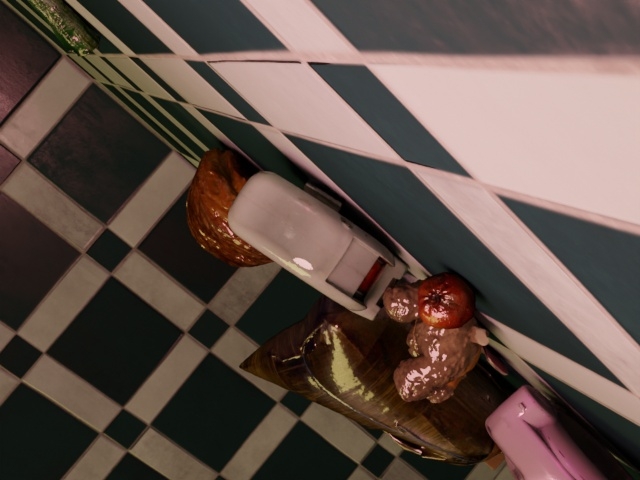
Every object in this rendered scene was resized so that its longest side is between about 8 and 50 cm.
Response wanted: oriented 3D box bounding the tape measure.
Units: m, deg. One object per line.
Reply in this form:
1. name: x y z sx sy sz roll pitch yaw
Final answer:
1. tape measure: 0.000 0.000 1.250 0.243 0.125 0.246 32 177 11

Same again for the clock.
1. clock: 0.413 0.379 1.356 0.322 0.113 0.296 30 -162 -54

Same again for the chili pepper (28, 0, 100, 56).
1. chili pepper: -0.489 -0.427 1.565 0.088 0.059 0.227 31 167 36

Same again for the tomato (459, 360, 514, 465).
1. tomato: 0.274 0.351 1.815 0.270 0.223 0.270 41 179 1

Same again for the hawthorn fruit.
1. hawthorn fruit: 0.155 0.076 1.057 0.077 0.077 0.077 40 176 4

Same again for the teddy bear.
1. teddy bear: 0.174 0.140 1.240 0.190 0.140 0.177 22 -122 -75

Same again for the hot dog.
1. hot dog: -0.154 -0.055 1.724 0.267 0.174 0.387 38 167 -8

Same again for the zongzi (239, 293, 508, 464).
1. zongzi: 0.086 0.274 1.574 0.403 0.208 0.432 41 139 -11

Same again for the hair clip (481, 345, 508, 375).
1. hair clip: 0.276 0.189 1.457 0.054 0.022 0.137 41 180 -14

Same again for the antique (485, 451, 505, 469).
1. antique: 0.395 0.431 2.043 0.146 0.152 0.148 41 178 3
